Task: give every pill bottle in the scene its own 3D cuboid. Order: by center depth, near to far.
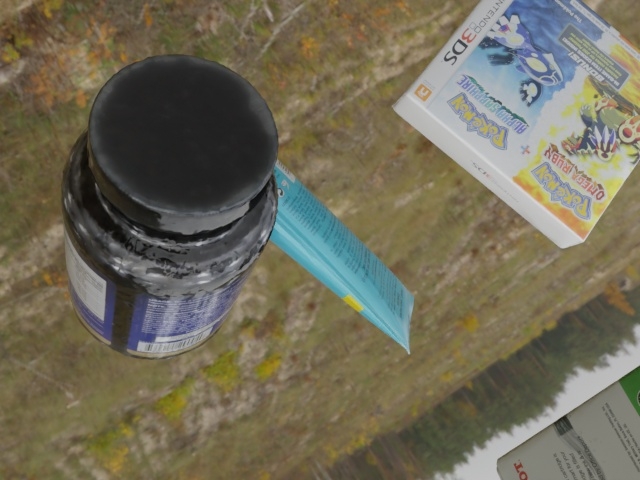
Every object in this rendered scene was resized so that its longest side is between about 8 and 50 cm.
[{"bbox_3d":[-0.095,-0.010,0.451,0.122,0.123,0.219,-25,166,-26],"label":"pill bottle"}]

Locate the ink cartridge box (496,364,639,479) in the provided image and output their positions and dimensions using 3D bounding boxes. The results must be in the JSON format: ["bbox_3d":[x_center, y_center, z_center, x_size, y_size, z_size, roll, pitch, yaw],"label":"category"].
[{"bbox_3d":[0.296,0.235,0.707,0.087,0.153,0.208,24,124,-38],"label":"ink cartridge box"}]

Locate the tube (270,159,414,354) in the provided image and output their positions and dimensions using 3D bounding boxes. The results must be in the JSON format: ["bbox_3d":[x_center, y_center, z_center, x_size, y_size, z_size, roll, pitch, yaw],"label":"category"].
[{"bbox_3d":[0.000,0.000,0.563,0.052,0.207,0.080,-40,-164,31],"label":"tube"}]

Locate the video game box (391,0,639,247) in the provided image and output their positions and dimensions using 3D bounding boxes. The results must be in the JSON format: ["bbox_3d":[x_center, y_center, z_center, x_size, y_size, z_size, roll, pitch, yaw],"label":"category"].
[{"bbox_3d":[0.200,-0.128,0.661,0.187,0.205,0.048,-52,-178,-11],"label":"video game box"}]
